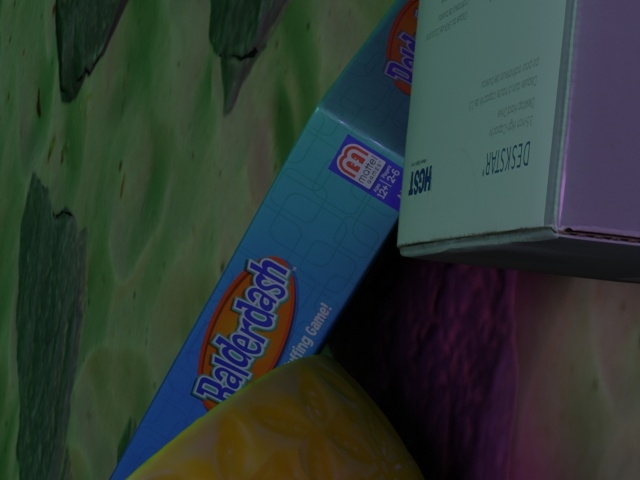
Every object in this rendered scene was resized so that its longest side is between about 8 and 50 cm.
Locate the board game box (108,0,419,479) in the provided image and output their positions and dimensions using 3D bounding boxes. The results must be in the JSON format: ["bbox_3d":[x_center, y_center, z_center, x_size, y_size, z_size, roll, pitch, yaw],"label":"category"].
[{"bbox_3d":[0.000,0.000,0.749,0.210,0.047,0.160,-59,-2,36],"label":"board game box"}]

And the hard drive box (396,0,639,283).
[{"bbox_3d":[0.091,-0.107,0.545,0.181,0.089,0.232,173,103,-80],"label":"hard drive box"}]

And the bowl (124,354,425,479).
[{"bbox_3d":[-0.034,0.198,0.666,0.156,0.289,0.289,40,127,14],"label":"bowl"}]
